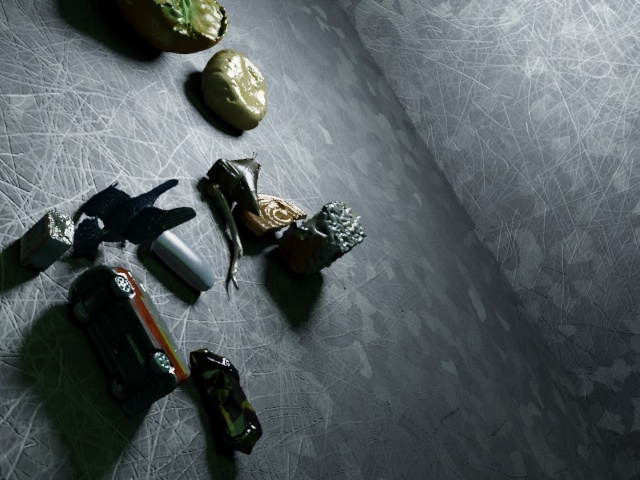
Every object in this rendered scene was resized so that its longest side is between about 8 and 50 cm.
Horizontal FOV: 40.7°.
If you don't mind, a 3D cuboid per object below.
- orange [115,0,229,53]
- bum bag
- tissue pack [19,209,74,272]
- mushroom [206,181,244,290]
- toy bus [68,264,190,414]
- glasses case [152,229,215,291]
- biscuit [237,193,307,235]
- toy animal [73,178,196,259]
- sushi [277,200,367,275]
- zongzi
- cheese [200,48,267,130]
[{"bbox_3d":[-0.405,-0.607,2.244,0.334,0.196,0.263,27,23,-51],"label":"orange"},{"bbox_3d":[-0.182,0.315,1.706,0.106,0.060,0.233,0,57,-49],"label":"bum bag"},{"bbox_3d":[-0.483,0.000,1.525,0.058,0.094,0.074,30,35,-40],"label":"tissue pack"},{"bbox_3d":[-0.216,-0.008,2.053,0.068,0.043,0.306,4,56,-37],"label":"mushroom"},{"bbox_3d":[-0.342,0.169,1.556,0.265,0.121,0.120,59,18,9],"label":"toy bus"},{"bbox_3d":[-0.296,0.039,1.848,0.178,0.045,0.067,45,28,-20],"label":"glasses case"},{"bbox_3d":[-0.132,-0.076,2.210,0.144,0.033,0.224,38,28,19],"label":"biscuit"},{"bbox_3d":[-0.372,-0.046,1.701,0.255,0.239,0.176,-59,153,-19],"label":"toy animal"},{"bbox_3d":[0.000,0.000,2.232,0.139,0.184,0.274,56,28,4],"label":"sushi"},{"bbox_3d":[-0.171,-0.135,2.184,0.184,0.084,0.187,45,26,12],"label":"zongzi"},{"bbox_3d":[-0.234,-0.412,2.397,0.226,0.117,0.214,45,34,-30],"label":"cheese"}]
